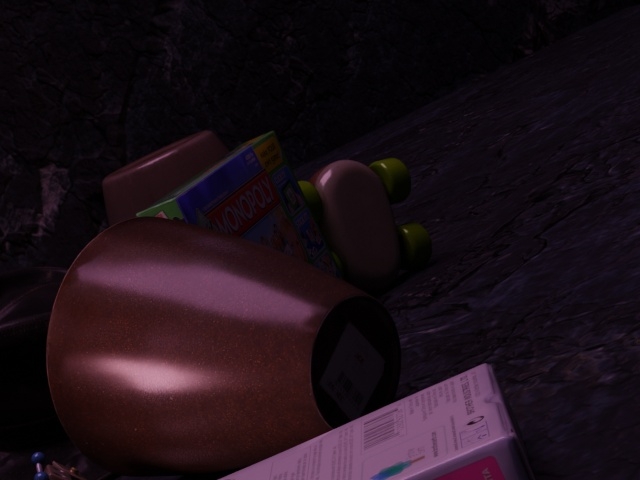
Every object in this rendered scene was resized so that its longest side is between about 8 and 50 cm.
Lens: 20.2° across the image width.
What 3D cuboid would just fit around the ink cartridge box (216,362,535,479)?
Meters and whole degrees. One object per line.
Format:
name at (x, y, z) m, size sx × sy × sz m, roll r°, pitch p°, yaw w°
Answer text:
ink cartridge box at (-0.021, 0.178, 1.100) m, size 0.311 × 0.065 × 0.186 m, roll -22°, pitch 7°, yaw 5°

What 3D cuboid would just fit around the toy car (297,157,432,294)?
toy car at (0.000, 0.000, 1.999) m, size 0.155 × 0.149 × 0.188 m, roll -16°, pitch -3°, yaw -36°

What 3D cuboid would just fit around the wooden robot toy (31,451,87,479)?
wooden robot toy at (-0.214, 0.230, 1.451) m, size 0.079 × 0.076 × 0.173 m, roll -60°, pitch 10°, yaw -2°

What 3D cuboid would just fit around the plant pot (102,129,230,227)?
plant pot at (-0.152, 0.000, 2.165) m, size 0.263 × 0.229 × 0.263 m, roll -25°, pitch 8°, yaw 4°

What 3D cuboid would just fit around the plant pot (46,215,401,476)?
plant pot at (-0.058, 0.091, 1.411) m, size 0.230 × 0.215 × 0.215 m, roll 3°, pitch 24°, yaw 41°

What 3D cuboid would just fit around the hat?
hat at (-0.275, 0.109, 1.702) m, size 0.331 × 0.134 × 0.331 m, roll -3°, pitch 34°, yaw 2°

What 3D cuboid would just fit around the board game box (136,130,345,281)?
board game box at (-0.061, 0.027, 1.722) m, size 0.046 × 0.213 × 0.317 m, roll -22°, pitch 8°, yaw 19°
